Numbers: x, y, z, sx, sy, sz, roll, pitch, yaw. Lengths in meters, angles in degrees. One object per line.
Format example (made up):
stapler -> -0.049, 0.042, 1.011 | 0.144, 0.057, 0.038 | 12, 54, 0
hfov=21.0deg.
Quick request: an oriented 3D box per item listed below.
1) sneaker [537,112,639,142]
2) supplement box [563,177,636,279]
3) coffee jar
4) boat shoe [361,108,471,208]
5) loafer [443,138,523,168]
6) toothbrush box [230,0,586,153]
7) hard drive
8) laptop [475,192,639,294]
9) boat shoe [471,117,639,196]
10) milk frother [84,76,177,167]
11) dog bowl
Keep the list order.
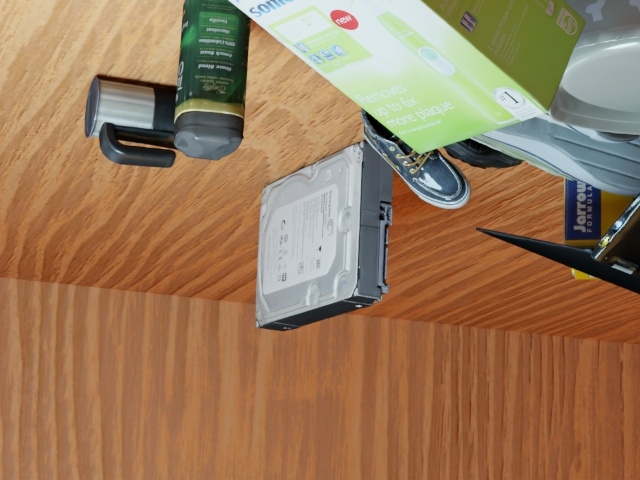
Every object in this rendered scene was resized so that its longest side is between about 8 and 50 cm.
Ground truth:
sneaker -> 0.298, -0.186, 2.137 | 0.258, 0.094, 0.091 | 18, 178, -36
supplement box -> 0.515, -0.061, 2.351 | 0.356, 0.195, 0.194 | 0, 165, 11
coffee jar -> -0.123, -0.187, 1.961 | 0.079, 0.184, 0.096 | 5, 166, -11
boat shoe -> 0.124, -0.114, 2.322 | 0.183, 0.065, 0.083 | 40, 175, 18
loafer -> 0.199, -0.136, 2.352 | 0.078, 0.076, 0.223 | -16, 162, 33
toothbrush box -> 0.080, -0.228, 1.678 | 0.283, 0.122, 0.206 | 39, 151, -24
hard drive -> 0.000, 0.000, 2.625 | 0.064, 0.237, 0.339 | 9, 166, -27
laptop -> 0.482, -0.030, 2.146 | 0.382, 0.236, 0.408 | 20, 122, -28
boat shoe -> 0.311, -0.138, 2.245 | 0.302, 0.109, 0.094 | 22, 169, -8
milk frother -> -0.227, -0.179, 2.257 | 0.135, 0.129, 0.143 | 7, 123, -19
dog bowl -> 0.393, -0.214, 1.928 | 0.349, 0.102, 0.349 | 2, 167, 0
